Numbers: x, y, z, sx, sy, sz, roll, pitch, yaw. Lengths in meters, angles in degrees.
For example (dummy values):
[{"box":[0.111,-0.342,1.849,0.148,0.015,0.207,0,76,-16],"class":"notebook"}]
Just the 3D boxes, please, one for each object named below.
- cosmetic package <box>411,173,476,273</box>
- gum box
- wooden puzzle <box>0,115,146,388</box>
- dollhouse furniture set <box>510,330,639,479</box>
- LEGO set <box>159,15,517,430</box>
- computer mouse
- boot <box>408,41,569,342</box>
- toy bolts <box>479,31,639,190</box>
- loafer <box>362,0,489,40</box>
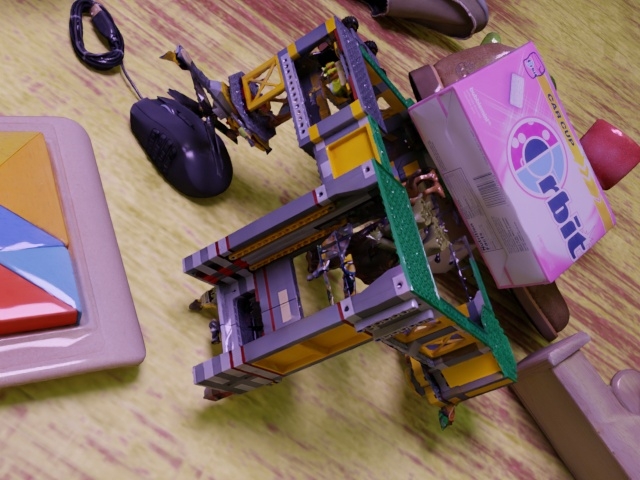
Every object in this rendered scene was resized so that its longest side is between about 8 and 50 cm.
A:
[{"box":[0.109,-0.029,0.668,0.041,0.060,0.115,1,58,-33],"class":"cosmetic package"},{"box":[0.170,-0.058,0.563,0.107,0.062,0.188,-32,98,-29],"class":"gum box"},{"box":[-0.247,-0.005,0.422,0.238,0.044,0.221,-3,56,-35],"class":"wooden puzzle"},{"box":[0.321,0.119,0.592,0.242,0.212,0.161,-30,76,-16],"class":"dollhouse furniture set"},{"box":[0.000,0.000,0.532,0.255,0.192,0.332,24,45,-58],"class":"LEGO set"},{"box":[-0.155,-0.138,0.592,0.071,0.041,0.242,-27,74,-42],"class":"computer mouse"},{"box":[0.198,-0.049,0.650,0.112,0.115,0.305,-36,103,-83],"class":"boot"},{"box":[0.232,-0.092,0.781,0.228,0.158,0.218,43,4,16],"class":"toy bolts"},{"box":[0.106,-0.330,0.890,0.251,0.094,0.088,23,71,-4],"class":"loafer"}]
